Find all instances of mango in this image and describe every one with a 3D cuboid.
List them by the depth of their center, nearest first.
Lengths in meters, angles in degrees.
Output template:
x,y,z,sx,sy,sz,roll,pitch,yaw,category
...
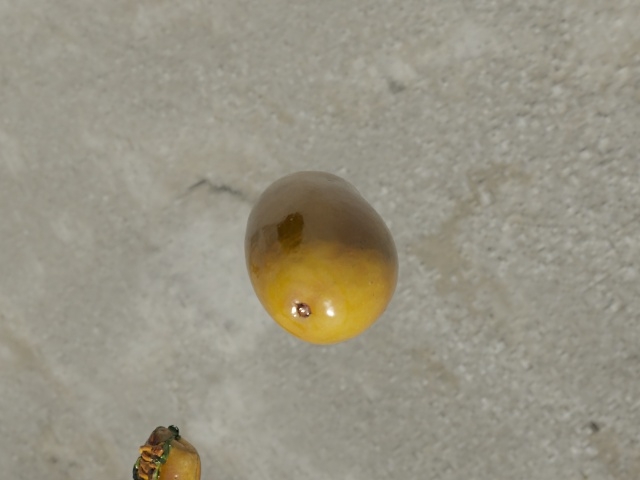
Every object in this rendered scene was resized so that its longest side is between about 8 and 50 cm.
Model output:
x,y,z,sx,sy,sz,roll,pitch,yaw,category
0.000,0.000,0.833,0.184,0.102,0.085,-92,20,-59,mango

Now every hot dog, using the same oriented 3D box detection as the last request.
x,y,z,sx,sy,sz,roll,pitch,yaw,category
-0.140,0.253,1.060,0.072,0.055,0.188,7,94,50,hot dog
